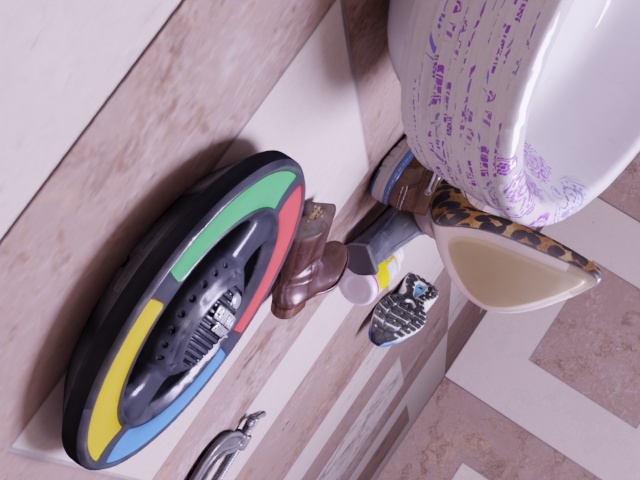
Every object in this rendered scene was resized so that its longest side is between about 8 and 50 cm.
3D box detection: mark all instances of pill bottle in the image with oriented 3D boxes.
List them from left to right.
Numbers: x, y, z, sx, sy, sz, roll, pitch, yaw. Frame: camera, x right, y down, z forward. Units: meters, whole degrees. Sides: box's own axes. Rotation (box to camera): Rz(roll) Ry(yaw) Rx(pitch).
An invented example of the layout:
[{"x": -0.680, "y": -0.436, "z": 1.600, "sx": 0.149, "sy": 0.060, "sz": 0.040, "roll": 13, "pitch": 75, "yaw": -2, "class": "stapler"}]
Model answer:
[{"x": 0.055, "y": 0.031, "z": 1.182, "sx": 0.083, "sy": 0.043, "sz": 0.043, "roll": -42, "pitch": 160, "yaw": -50, "class": "pill bottle"}]

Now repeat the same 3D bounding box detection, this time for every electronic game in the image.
[{"x": -0.080, "y": 0.045, "z": 0.711, "sx": 0.229, "sy": 0.048, "sz": 0.229, "roll": -53, "pitch": 166, "yaw": -19, "class": "electronic game"}]

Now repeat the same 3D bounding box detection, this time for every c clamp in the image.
[{"x": -0.108, "y": 0.240, "z": 1.127, "sx": 0.161, "sy": 0.022, "sz": 0.137, "roll": -57, "pitch": 167, "yaw": -1, "class": "c clamp"}]

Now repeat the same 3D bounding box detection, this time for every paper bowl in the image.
[{"x": 0.157, "y": -0.163, "z": 0.784, "sx": 0.284, "sy": 0.148, "sz": 0.284, "roll": -38, "pitch": 146, "yaw": -32, "class": "paper bowl"}]

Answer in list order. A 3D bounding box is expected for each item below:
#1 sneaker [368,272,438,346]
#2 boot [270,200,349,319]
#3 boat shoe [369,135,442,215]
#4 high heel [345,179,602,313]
[{"x": 0.105, "y": 0.107, "z": 1.507, "sx": 0.162, "sy": 0.063, "sz": 0.073, "roll": -36, "pitch": 158, "yaw": -57, "class": "sneaker"}, {"x": 0.000, "y": 0.000, "z": 0.939, "sx": 0.106, "sy": 0.037, "sz": 0.114, "roll": -49, "pitch": 160, "yaw": -41, "class": "boot"}, {"x": 0.121, "y": -0.090, "z": 1.085, "sx": 0.183, "sy": 0.066, "sz": 0.066, "roll": -51, "pitch": 166, "yaw": -24, "class": "boat shoe"}, {"x": 0.171, "y": -0.019, "z": 1.091, "sx": 0.186, "sy": 0.261, "sz": 0.093, "roll": -41, "pitch": 128, "yaw": -42, "class": "high heel"}]
